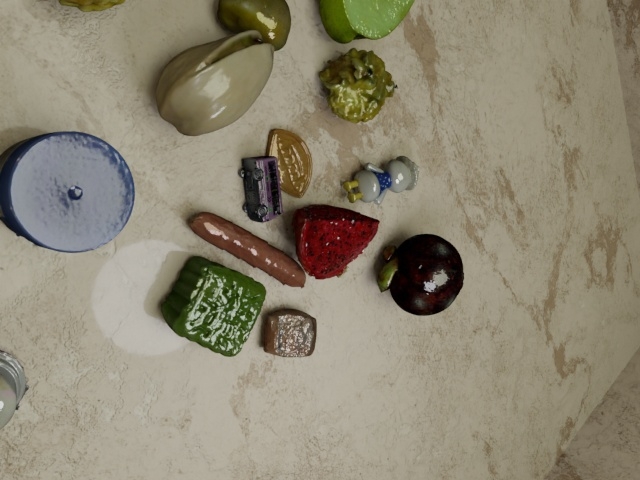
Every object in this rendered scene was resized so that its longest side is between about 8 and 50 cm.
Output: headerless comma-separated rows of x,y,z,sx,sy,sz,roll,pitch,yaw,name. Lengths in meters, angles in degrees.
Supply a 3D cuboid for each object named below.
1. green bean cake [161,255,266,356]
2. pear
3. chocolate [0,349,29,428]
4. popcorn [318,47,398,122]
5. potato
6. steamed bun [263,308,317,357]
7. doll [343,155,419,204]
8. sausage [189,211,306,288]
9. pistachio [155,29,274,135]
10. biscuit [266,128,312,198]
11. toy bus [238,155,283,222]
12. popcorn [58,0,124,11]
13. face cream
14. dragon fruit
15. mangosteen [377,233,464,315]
-0.285,0.174,1.624,0.248,0.125,0.222,32,80,-38,green bean cake
0.106,-0.680,1.726,0.293,0.159,0.292,-8,104,-33,pear
-0.731,0.337,1.299,0.222,0.147,0.221,-6,101,-34,chocolate
0.109,-0.452,1.767,0.189,0.170,0.218,43,67,-37,popcorn
-0.167,-0.572,1.552,0.194,0.157,0.157,10,94,-16,potato
-0.085,0.279,1.816,0.175,0.106,0.144,6,96,-36,steamed bun
0.203,-0.193,1.942,0.293,0.119,0.138,-22,96,-28,doll
-0.186,0.031,1.698,0.433,0.088,0.087,34,79,-38,sausage
-0.252,-0.390,1.476,0.332,0.226,0.207,-37,80,-18,pistachio
-0.086,-0.225,1.755,0.142,0.029,0.220,-32,117,-29,biscuit
-0.159,-0.143,1.678,0.098,0.087,0.178,-16,109,-37,toy bus
-0.481,-0.620,1.246,0.252,0.215,0.286,-15,105,-29,popcorn
-0.553,-0.105,1.291,0.249,0.225,0.248,-6,101,-37,face cream
0.000,0.000,1.811,0.317,0.152,0.204,1,111,-45,dragon fruit
0.332,0.112,2.019,0.288,0.288,0.287,-9,105,-36,mangosteen
